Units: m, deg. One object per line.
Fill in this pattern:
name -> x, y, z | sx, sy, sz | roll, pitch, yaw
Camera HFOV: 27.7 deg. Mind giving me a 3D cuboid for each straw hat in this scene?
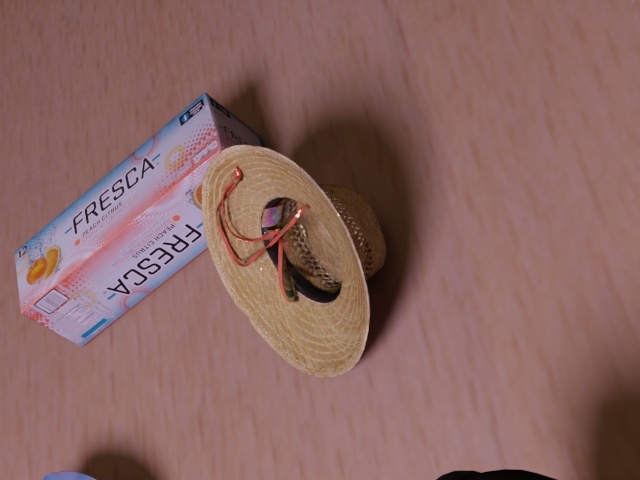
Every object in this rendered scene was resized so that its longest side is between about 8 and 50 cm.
straw hat -> 0.000, 0.000, 0.727 | 0.061, 0.144, 0.144 | -25, 26, -34

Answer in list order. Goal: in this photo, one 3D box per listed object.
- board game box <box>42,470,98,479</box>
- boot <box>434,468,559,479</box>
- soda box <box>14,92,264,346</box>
board game box -> -0.150, 0.221, 0.745 | 0.169, 0.033, 0.133 | -55, 45, 6
boot -> 0.254, 0.125, 0.327 | 0.445, 0.146, 0.367 | -39, 54, 24
soda box -> -0.118, -0.011, 0.852 | 0.183, 0.058, 0.063 | -37, 43, 18
